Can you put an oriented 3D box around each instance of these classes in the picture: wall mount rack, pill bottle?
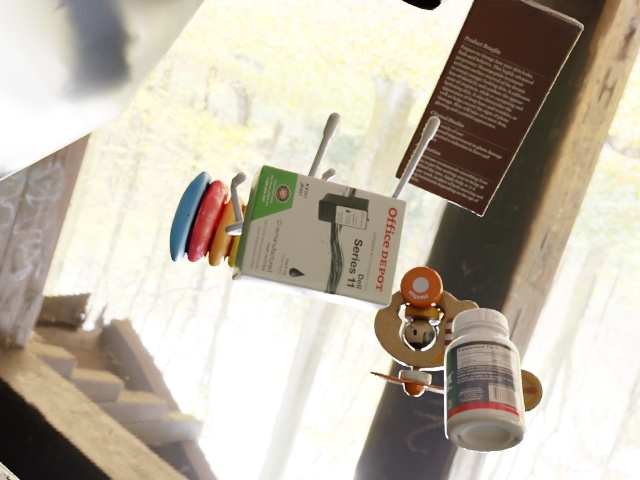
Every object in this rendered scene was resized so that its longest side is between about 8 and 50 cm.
[{"bbox_3d":[0.021,-0.095,1.134,0.350,0.131,0.304,-7,174,-39],"label":"wall mount rack"},{"bbox_3d":[0.227,0.192,0.995,0.107,0.108,0.180,18,-132,-11],"label":"pill bottle"}]

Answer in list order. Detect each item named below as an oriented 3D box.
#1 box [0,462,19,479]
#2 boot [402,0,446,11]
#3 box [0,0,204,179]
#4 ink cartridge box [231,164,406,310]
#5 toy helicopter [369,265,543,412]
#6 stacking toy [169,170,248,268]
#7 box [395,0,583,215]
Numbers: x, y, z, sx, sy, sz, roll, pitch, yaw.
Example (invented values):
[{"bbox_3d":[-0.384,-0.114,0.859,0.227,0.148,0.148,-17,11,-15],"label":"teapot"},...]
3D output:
[{"bbox_3d":[-0.241,0.185,0.465,0.186,0.038,0.145,53,175,-20],"label":"box"},{"bbox_3d":[0.104,-0.429,1.017,0.112,0.115,0.305,29,-165,-48],"label":"boot"},{"bbox_3d":[-0.343,-0.337,0.604,0.472,0.297,0.480,53,145,-7],"label":"box"},{"bbox_3d":[0.000,0.000,0.960,0.208,0.153,0.087,13,169,-13],"label":"ink cartridge box"},{"bbox_3d":[0.257,0.231,1.378,0.355,0.235,0.140,32,166,23],"label":"toy helicopter"},{"bbox_3d":[-0.116,-0.002,1.315,0.301,0.175,0.166,18,178,-4],"label":"stacking toy"},{"bbox_3d":[0.300,-0.262,1.319,0.191,0.382,0.143,24,-154,1],"label":"box"}]
